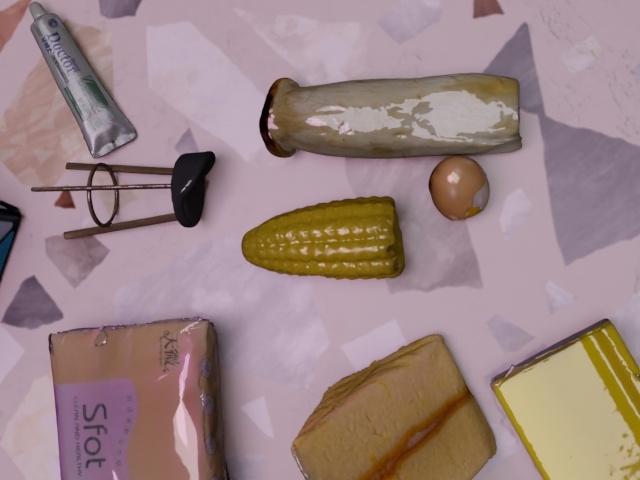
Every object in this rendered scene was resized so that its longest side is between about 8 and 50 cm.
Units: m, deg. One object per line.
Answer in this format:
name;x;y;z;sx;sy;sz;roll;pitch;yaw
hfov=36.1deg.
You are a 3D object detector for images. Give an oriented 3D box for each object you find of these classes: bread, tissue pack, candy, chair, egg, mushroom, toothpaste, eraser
bread;0.091;0.225;1.067;0.163;0.264;0.167;-29;90;11
tissue pack;-0.215;0.228;1.194;0.215;0.123;0.256;-8;81;12
candy;0.000;0.000;1.167;0.199;0.106;0.094;-3;108;15
chair;-0.232;-0.054;1.220;0.222;0.104;0.095;-5;114;15
egg;0.162;-0.063;1.146;0.071;0.083;0.071;-6;62;11
mushroom;0.081;-0.147;1.164;0.312;0.081;0.099;0;95;9
toothpaste;-0.315;-0.211;1.257;0.064;0.041;0.218;-30;87;-8
eraser;0.313;0.217;1.122;0.158;0.069;0.226;-31;85;11

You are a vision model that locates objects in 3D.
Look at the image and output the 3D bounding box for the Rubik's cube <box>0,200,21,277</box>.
Rubik's cube;-0.555;0.025;1.195;0.250;0.246;0.248;23;94;10
